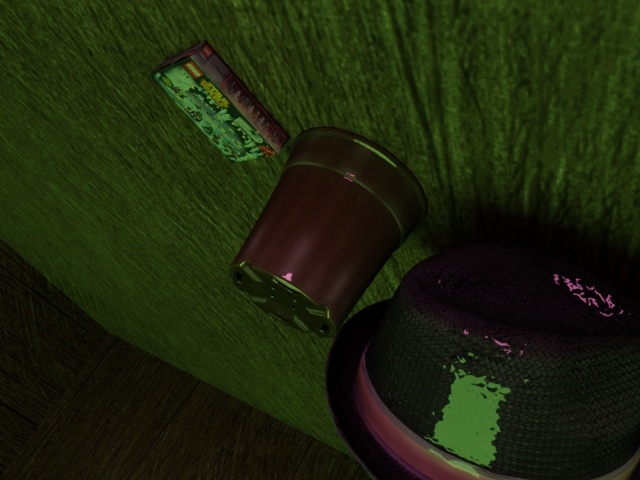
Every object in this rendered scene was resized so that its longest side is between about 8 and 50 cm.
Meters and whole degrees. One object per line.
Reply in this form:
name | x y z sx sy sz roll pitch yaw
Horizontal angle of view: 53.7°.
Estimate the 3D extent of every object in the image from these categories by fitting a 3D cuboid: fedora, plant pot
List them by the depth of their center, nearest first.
fedora | 0.175 0.104 0.568 0.334 0.334 0.152 23 129 21
plant pot | 0.000 0.000 0.659 0.167 0.165 0.167 27 157 13

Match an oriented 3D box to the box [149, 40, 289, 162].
box | -0.109 -0.144 0.683 0.094 0.027 0.137 -1 139 50
